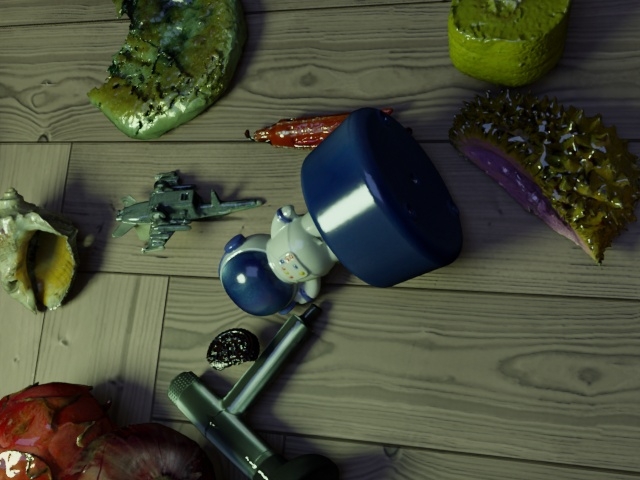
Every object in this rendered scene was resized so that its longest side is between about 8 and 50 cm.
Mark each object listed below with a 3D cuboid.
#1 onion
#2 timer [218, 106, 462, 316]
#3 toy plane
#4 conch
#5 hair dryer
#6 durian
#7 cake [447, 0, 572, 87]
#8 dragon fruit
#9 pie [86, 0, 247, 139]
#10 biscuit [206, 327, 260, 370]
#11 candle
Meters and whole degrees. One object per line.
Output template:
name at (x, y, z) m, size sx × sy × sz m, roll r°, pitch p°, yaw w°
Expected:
onion at (-0.278, 0.406, 1.349) m, size 0.219 × 0.252 × 0.252 m, roll -46°, pitch 61°, yaw 49°
timer at (0.000, 0.000, 1.392) m, size 0.383 × 0.270 × 0.270 m, roll -33°, pitch 69°, yaw 25°
toy plane at (-0.235, -0.061, 1.550) m, size 0.262 × 0.088 × 0.192 m, roll -12°, pitch 47°, yaw 12°
conch at (-0.518, 0.022, 1.596) m, size 0.178 × 0.163 × 0.245 m, roll 10°, pitch 112°, yaw 36°
hair dryer at (-0.076, 0.258, 1.392) m, size 0.284 × 0.155 × 0.320 m, roll -51°, pitch 59°, yaw 13°
durian at (0.354, -0.138, 1.349) m, size 0.191 × 0.112 × 0.341 m, roll -48°, pitch 66°, yaw 6°
cake at (0.307, -0.377, 1.390) m, size 0.179 × 0.156 × 0.261 m, roll 14°, pitch 70°, yaw 14°
dragon fruit at (-0.455, 0.351, 1.454) m, size 0.241 × 0.241 × 0.252 m, roll 40°, pitch 95°, yaw 22°
pie at (-0.281, -0.364, 1.639) m, size 0.296 × 0.078 × 0.371 m, roll 5°, pitch 79°, yaw 19°
biscuit at (-0.141, 0.180, 1.431) m, size 0.087 × 0.027 × 0.089 m, roll -44°, pitch 48°, yaw -8°
candle at (0.010, -0.179, 1.506) m, size 0.301 × 0.059 × 0.084 m, roll 0°, pitch 69°, yaw 19°
